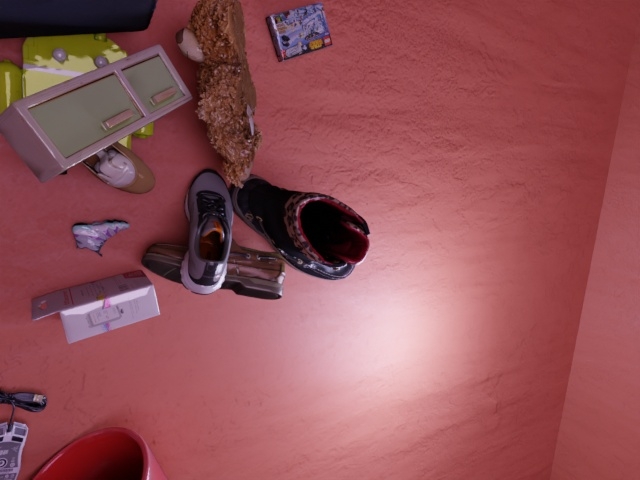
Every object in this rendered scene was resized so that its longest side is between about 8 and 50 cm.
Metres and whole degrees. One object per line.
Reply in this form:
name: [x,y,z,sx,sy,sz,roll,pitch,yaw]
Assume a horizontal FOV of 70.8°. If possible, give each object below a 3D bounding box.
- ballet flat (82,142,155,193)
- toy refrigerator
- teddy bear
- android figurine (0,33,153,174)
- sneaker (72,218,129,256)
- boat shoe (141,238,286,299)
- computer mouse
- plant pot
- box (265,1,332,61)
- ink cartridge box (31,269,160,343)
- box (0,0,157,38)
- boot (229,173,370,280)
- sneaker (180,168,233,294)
ballet flat: [-0.382,-0.145,0.760,0.080,0.073,0.232,-41,125,9]
toy refrigerator: [-0.334,-0.206,0.700,0.102,0.094,0.269,61,43,-21]
teddy bear: [-0.183,-0.264,0.834,0.338,0.113,0.245,83,8,-56]
android figurine: [-0.419,-0.249,0.785,0.248,0.056,0.273,0,103,-33]
sneaker: [-0.415,-0.003,0.859,0.098,0.038,0.069,-6,107,-22]
boat shoe: [-0.220,0.047,0.968,0.307,0.111,0.104,19,65,-30]
computer mouse: [-0.587,0.370,0.833,0.106,0.042,0.193,17,86,-39]
plant pot: [-0.405,0.550,0.879,0.275,0.275,0.243,-37,129,-21]
box: [-0.045,-0.460,0.994,0.137,0.027,0.094,-28,114,-25]
ink cartridge box: [-0.417,0.123,0.838,0.198,0.115,0.067,-15,110,-29]
box: [-0.481,-0.497,0.502,0.480,0.297,0.472,-13,107,-20]
boot: [0.000,0.000,0.976,0.377,0.284,0.138,43,77,-32]
sneaker: [-0.211,-0.034,0.880,0.100,0.108,0.271,9,55,-25]
